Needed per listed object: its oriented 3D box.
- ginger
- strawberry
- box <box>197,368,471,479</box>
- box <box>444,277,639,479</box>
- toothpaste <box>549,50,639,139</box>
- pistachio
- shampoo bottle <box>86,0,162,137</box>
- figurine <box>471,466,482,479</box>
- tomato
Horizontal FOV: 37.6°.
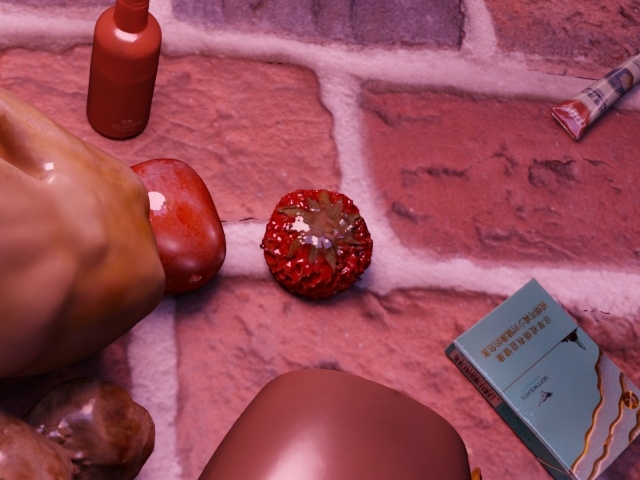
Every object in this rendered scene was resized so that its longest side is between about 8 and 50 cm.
[{"bbox_3d":[-0.295,0.285,0.836,0.256,0.176,0.375,22,55,-22],"label":"ginger"},{"bbox_3d":[0.000,0.000,1.147,0.145,0.086,0.145,7,57,-11],"label":"strawberry"},{"bbox_3d":[0.003,0.276,0.871,0.301,0.301,0.216,24,48,-2],"label":"box"},{"bbox_3d":[0.284,0.175,1.155,0.162,0.041,0.229,-33,74,-30],"label":"box"},{"bbox_3d":[0.440,-0.230,1.451,0.239,0.039,0.062,-36,82,-29],"label":"toothpaste"},{"bbox_3d":[-0.359,-0.019,0.870,0.445,0.365,0.281,15,55,-7],"label":"pistachio"},{"bbox_3d":[-0.230,-0.223,1.113,0.085,0.244,0.085,9,55,-13],"label":"shampoo bottle"},{"bbox_3d":[0.157,0.322,1.017,0.098,0.082,0.154,4,57,8],"label":"figurine"},{"bbox_3d":[-0.186,-0.020,1.063,0.167,0.167,0.167,8,58,-13],"label":"tomato"}]
